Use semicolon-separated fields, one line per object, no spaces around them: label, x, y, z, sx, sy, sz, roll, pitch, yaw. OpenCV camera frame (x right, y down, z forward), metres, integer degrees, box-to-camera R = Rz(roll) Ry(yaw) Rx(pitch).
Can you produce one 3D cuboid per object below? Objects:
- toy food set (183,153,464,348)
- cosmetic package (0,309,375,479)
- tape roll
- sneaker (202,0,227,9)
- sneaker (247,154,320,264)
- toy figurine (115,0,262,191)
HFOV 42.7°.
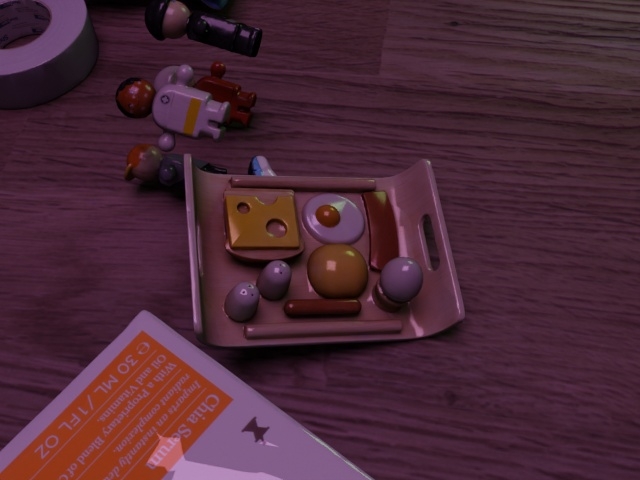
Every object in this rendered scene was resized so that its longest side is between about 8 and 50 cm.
toy food set;0.000;0.000;0.931;0.306;0.092;0.220;0;63;-18
cosmetic package;-0.067;0.291;0.748;0.453;0.161;0.230;31;63;22
tape roll;-0.453;-0.302;1.244;0.219;0.072;0.219;-2;56;3
sneaker;-0.247;-0.437;1.262;0.322;0.130;0.236;-26;54;-34
sneaker;-0.034;-0.031;1.034;0.083;0.071;0.191;-17;64;-15
toy figurine;-0.174;-0.181;1.055;0.148;0.213;0.210;17;62;1
